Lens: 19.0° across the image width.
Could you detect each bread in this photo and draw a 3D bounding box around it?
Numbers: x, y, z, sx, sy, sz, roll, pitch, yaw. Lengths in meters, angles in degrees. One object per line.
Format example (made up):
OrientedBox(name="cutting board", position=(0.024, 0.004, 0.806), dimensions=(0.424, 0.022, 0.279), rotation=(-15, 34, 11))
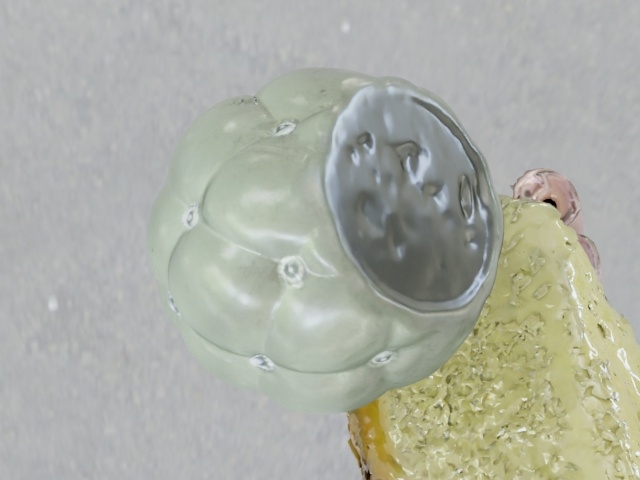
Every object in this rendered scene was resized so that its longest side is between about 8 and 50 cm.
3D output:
OrientedBox(name="bread", position=(0.179, 0.151, 1.528), dimensions=(0.248, 0.279, 0.315), rotation=(-22, 61, 33))

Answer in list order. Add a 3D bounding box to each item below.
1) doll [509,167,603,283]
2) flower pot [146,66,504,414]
OrientedBox(name="doll", position=(0.152, 0.073, 1.770), dimensions=(0.216, 0.268, 0.284), rotation=(-15, 63, 3))
OrientedBox(name="flower pot", position=(0.000, 0.000, 1.329), dimensions=(0.246, 0.195, 0.246), rotation=(18, 62, -37))
